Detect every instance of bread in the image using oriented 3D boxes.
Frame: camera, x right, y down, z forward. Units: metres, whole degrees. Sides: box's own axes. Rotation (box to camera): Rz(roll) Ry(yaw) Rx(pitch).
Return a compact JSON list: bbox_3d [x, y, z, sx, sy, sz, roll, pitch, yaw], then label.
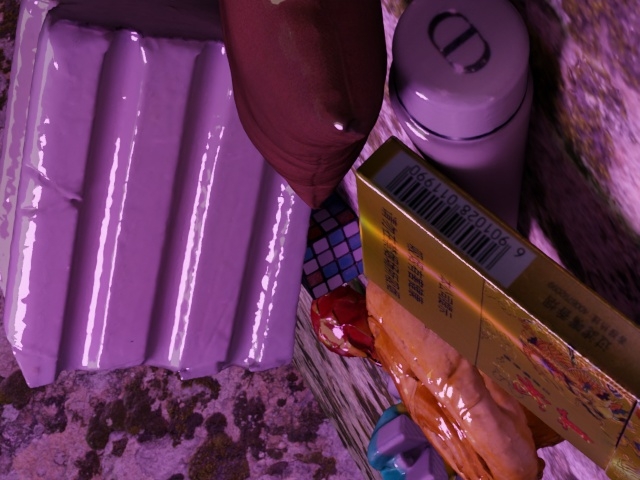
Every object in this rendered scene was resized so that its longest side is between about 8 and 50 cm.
[{"bbox_3d":[0.128,0.114,1.208,0.236,0.120,0.198,53,170,40],"label":"bread"}]

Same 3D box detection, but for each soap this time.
[{"bbox_3d":[-0.197,-0.069,1.586,0.213,0.350,0.435,-127,43,-58],"label":"soap"}]

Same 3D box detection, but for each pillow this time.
[{"bbox_3d":[-0.017,-0.186,0.882,0.305,0.109,0.307,125,138,-84],"label":"pillow"}]

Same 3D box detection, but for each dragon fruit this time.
[{"bbox_3d":[0.057,0.137,1.852,0.190,0.094,0.094,45,166,21],"label":"dragon fruit"}]

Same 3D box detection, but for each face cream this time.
[{"bbox_3d":[0.094,-0.078,0.919,0.143,0.089,0.314,56,176,14],"label":"face cream"}]

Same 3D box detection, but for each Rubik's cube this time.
[{"bbox_3d":[0.000,0.000,1.693,0.092,0.092,0.092,51,168,47],"label":"Rubik's cube"}]

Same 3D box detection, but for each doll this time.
[{"bbox_3d":[0.128,0.201,1.517,0.195,0.153,0.258,45,-165,-20],"label":"doll"}]

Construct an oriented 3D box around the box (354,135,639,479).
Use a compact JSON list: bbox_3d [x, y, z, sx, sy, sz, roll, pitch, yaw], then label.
[{"bbox_3d":[0.151,0.070,0.894,0.311,0.043,0.173,40,164,19],"label":"box"}]
